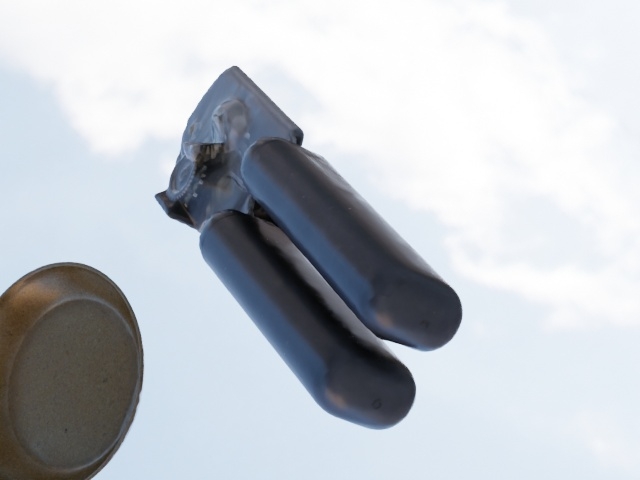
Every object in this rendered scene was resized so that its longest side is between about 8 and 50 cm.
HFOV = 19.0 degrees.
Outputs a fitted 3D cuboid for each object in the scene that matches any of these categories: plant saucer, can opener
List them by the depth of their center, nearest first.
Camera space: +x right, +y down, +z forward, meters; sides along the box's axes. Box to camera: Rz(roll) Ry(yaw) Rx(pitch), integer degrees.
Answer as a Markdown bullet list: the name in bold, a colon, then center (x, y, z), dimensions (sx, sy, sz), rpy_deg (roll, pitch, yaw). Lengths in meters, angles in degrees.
- **plant saucer**: center (-0.090, 0.049, 0.666), dimensions (0.015, 0.083, 0.083), rpy_deg (20, -134, -52)
- **can opener**: center (0.000, 0.000, 0.868), dimensions (0.095, 0.076, 0.283), rpy_deg (23, -167, -30)
